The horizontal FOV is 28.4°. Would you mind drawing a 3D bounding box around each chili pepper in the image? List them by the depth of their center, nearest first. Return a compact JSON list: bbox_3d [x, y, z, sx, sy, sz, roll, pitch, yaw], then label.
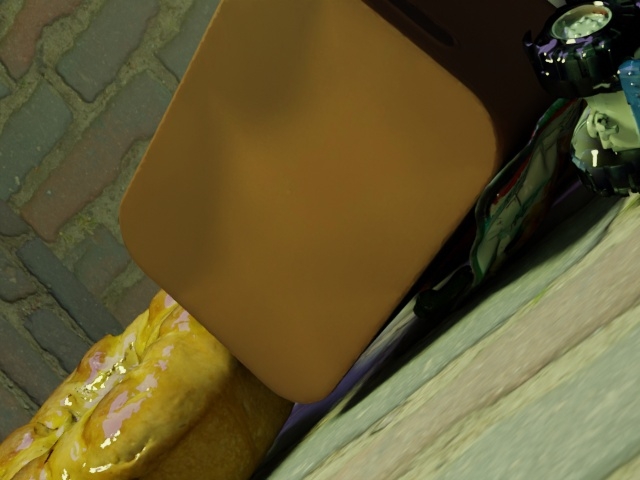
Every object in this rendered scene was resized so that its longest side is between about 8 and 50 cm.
[{"bbox_3d":[0.105,0.049,1.109,0.083,0.022,0.027,-42,34,42],"label":"chili pepper"}]

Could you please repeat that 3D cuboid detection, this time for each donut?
[{"bbox_3d":[-0.166,0.176,1.169,0.317,0.150,0.299,-40,19,7],"label":"donut"}]

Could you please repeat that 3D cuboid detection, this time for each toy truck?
[{"bbox_3d":[0.221,-0.135,0.797,0.126,0.113,0.208,-3,42,34],"label":"toy truck"}]

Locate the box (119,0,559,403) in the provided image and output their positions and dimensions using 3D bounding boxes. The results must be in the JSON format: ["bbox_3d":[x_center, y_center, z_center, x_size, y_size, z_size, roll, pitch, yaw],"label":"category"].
[{"bbox_3d":[0.028,-0.080,1.048,0.229,0.239,0.339,-39,-14,-51],"label":"box"}]

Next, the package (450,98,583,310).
[{"bbox_3d":[0.154,-0.035,0.947,0.166,0.040,0.232,-53,-11,-19],"label":"package"}]

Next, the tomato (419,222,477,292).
[{"bbox_3d":[0.093,-0.031,1.328,0.187,0.151,0.187,-48,-2,-2],"label":"tomato"}]

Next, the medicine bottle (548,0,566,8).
[{"bbox_3d":[0.248,-0.224,1.332,0.213,0.213,0.379,-44,1,-24],"label":"medicine bottle"}]

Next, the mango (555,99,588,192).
[{"bbox_3d":[0.208,-0.097,1.160,0.163,0.089,0.111,-52,1,2],"label":"mango"}]
